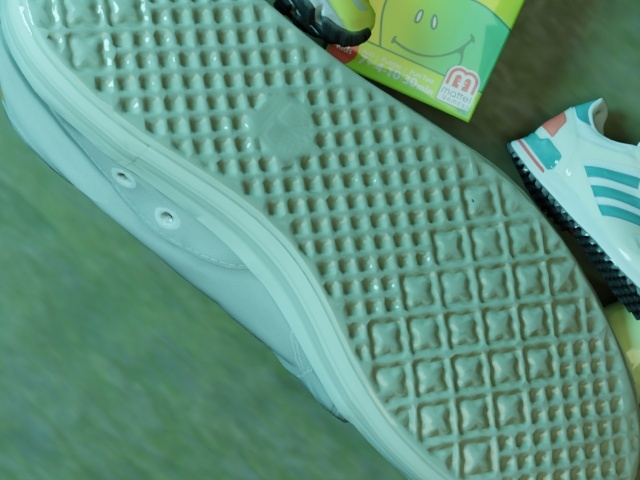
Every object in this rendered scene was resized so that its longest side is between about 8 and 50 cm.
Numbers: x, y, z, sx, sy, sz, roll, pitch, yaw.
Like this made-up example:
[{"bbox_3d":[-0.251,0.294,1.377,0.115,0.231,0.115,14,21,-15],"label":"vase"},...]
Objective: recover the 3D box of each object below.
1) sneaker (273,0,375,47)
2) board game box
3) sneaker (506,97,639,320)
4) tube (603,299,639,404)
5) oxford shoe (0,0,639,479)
[{"bbox_3d":[-0.015,-0.204,0.970,0.094,0.081,0.208,-28,86,-7],"label":"sneaker"},{"bbox_3d":[0.078,-0.169,1.008,0.092,0.043,0.181,23,98,-5],"label":"board game box"},{"bbox_3d":[0.175,-0.019,0.998,0.075,0.057,0.161,-36,55,-2],"label":"sneaker"},{"bbox_3d":[0.281,0.023,1.042,0.240,0.062,0.070,-21,145,-2],"label":"tube"},{"bbox_3d":[0.000,0.000,0.993,0.449,0.130,0.169,42,62,-8],"label":"oxford shoe"}]
